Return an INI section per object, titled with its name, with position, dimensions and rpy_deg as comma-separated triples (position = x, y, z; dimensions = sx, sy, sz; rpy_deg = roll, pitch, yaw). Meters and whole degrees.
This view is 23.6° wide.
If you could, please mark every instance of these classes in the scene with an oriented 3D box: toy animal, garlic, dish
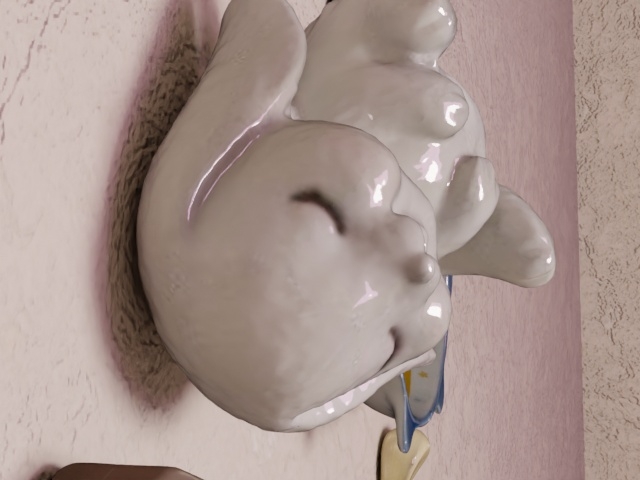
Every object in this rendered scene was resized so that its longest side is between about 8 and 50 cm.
[toy animal]
position = 0.000, 0.000, 0.908
dimensions = 0.271, 0.206, 0.265
rpy_deg = 64, 35, -25
[garlic]
position = 0.075, 0.200, 1.404
dimensions = 0.083, 0.041, 0.053
rpy_deg = -63, 162, -44
[dish]
position = 0.042, 0.056, 1.207
dimensions = 0.236, 0.086, 0.227
rpy_deg = 48, 45, -67

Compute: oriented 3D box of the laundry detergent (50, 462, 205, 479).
[laundry detergent]
position = -0.101, 0.226, 0.731
dimensions = 0.171, 0.076, 0.237
rpy_deg = 50, 44, -64

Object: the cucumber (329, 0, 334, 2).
[cucumber]
position = 0.033, -0.148, 1.287
dimensions = 0.032, 0.032, 0.133
rpy_deg = -73, 158, -46
